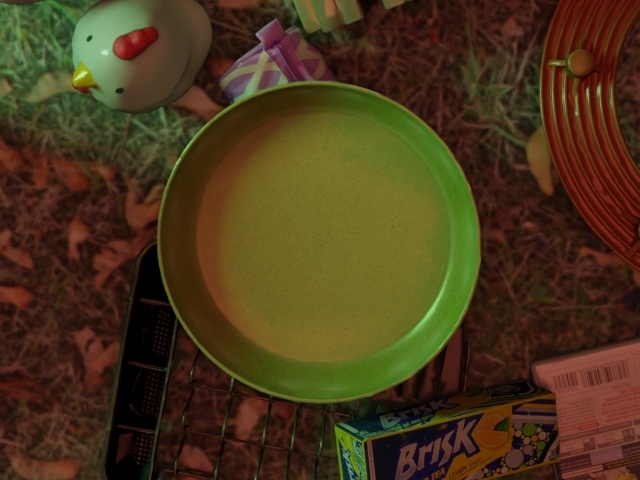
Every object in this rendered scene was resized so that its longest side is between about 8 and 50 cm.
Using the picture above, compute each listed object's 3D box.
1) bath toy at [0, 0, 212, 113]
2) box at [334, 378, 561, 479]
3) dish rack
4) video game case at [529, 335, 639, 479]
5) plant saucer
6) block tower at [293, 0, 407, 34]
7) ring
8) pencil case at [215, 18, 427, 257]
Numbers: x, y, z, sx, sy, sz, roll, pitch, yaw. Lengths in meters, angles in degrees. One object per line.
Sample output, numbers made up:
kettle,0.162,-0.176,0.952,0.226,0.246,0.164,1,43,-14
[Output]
bath toy,-0.219,-0.243,1.399,0.151,0.129,0.348,-35,93,6
box,0.098,0.155,1.422,0.169,0.054,0.059,-11,103,-23
dish rack,-0.022,0.116,1.449,0.272,0.074,0.208,10,96,1
video game case,0.284,0.162,1.468,0.201,0.023,0.183,-13,94,2
plant saucer,0.000,0.000,1.375,0.241,0.037,0.241,1,100,7
block tower,0.130,-0.251,1.380,0.335,0.091,0.097,-20,103,11
ring,0.337,-0.115,1.418,0.337,0.032,0.336,0,87,2
pencil case,0.007,-0.069,1.424,0.086,0.088,0.206,-40,93,-14
